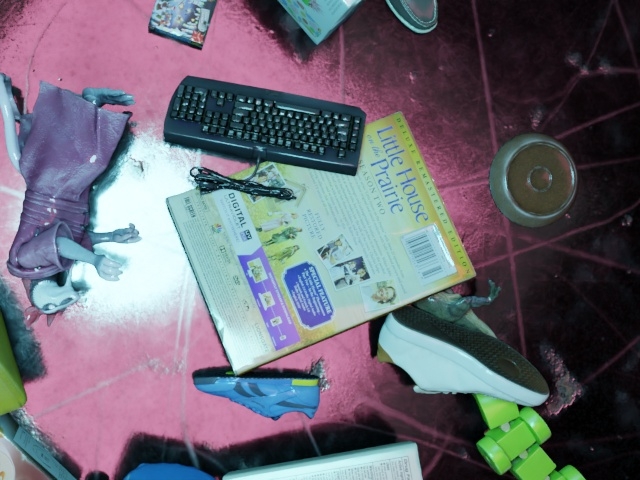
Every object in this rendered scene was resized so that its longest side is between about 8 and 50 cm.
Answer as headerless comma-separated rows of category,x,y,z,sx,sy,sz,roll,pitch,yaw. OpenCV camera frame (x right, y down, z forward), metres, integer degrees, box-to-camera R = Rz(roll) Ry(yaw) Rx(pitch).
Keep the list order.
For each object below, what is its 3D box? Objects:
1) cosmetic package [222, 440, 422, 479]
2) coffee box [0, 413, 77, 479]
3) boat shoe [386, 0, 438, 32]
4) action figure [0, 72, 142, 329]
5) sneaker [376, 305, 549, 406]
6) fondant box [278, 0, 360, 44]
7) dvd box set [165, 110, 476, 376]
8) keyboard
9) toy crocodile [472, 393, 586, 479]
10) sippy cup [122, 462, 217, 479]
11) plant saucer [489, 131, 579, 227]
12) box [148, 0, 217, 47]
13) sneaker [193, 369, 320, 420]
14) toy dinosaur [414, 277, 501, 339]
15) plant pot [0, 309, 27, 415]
cosmetic package,0.011,0.423,1.430,0.310,0.113,0.160,-8,80,-3
coffee box,-0.508,0.349,1.374,0.246,0.098,0.141,45,83,-7
boat shoe,0.138,-0.458,1.512,0.081,0.069,0.227,-28,95,-9
action figure,-0.397,-0.053,1.322,0.276,0.248,0.370,16,84,-9
sneaker,0.231,0.216,1.501,0.290,0.106,0.123,25,119,8
fondant box,-0.058,-0.480,1.390,0.096,0.238,0.330,-42,97,-9
dvd box set,0.000,0.000,1.458,0.421,0.062,0.307,-22,81,-10
keyboard,-0.094,-0.154,1.441,0.317,0.033,0.201,10,73,0
toy crocodile,0.360,0.388,1.543,0.115,0.105,0.340,-36,100,-8
sippy cup,-0.235,0.463,1.338,0.306,0.240,0.224,14,98,-2
plant saucer,0.380,-0.107,1.577,0.169,0.029,0.168,0,90,-10
box,-0.216,-0.395,1.467,0.094,0.027,0.137,17,87,-11
sneaker,-0.104,0.256,1.466,0.209,0.069,0.082,5,93,-11
toy dinosaur,0.235,0.100,1.533,0.268,0.064,0.118,31,100,-8
plant pot,-0.564,0.141,1.265,0.212,0.187,0.212,-21,52,-15
